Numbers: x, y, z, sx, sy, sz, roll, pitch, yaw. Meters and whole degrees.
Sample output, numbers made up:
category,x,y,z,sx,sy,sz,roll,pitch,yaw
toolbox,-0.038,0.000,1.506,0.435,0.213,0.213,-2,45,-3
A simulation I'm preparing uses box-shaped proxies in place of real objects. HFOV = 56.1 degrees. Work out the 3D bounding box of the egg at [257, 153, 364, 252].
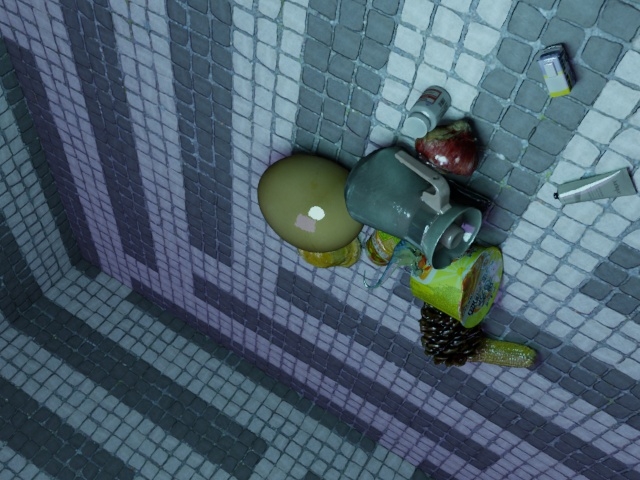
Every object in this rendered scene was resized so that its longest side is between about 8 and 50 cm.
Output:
category,x,y,z,sx,sy,sz,roll,pitch,yaw
egg,-0.030,-0.120,1.929,0.374,0.301,0.301,28,146,26

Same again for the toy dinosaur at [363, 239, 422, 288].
category,x,y,z,sx,sy,sz,roll,pitch,yaw
toy dinosaur,0.273,0.027,1.817,0.076,0.363,0.147,22,-163,-43

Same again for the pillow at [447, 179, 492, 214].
category,x,y,z,sx,sy,sz,roll,pitch,yaw
pillow,0.415,-0.082,1.784,0.141,0.055,0.208,28,146,12

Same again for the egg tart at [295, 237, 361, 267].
category,x,y,z,sx,sy,sz,roll,pitch,yaw
egg tart,0.000,0.000,2.204,0.319,0.128,0.319,23,142,20

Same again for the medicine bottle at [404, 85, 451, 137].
category,x,y,z,sx,sy,sz,roll,pitch,yaw
medicine bottle,0.273,-0.328,1.543,0.079,0.140,0.079,25,145,19

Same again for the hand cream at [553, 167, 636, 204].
category,x,y,z,sx,sy,sz,roll,pitch,yaw
hand cream,0.677,-0.128,1.500,0.186,0.054,0.087,-11,128,41

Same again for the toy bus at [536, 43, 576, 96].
category,x,y,z,sx,sy,sz,roll,pitch,yaw
toy bus,0.522,-0.375,1.332,0.052,0.058,0.102,-4,129,44

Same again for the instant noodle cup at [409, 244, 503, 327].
category,x,y,z,sx,sy,sz,roll,pitch,yaw
instant noodle cup,0.418,0.115,1.868,0.200,0.264,0.264,21,144,39

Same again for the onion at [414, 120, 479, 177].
category,x,y,z,sx,sy,sz,roll,pitch,yaw
onion,0.344,-0.246,1.581,0.184,0.184,0.147,34,110,5

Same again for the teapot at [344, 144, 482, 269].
category,x,y,z,sx,sy,sz,roll,pitch,yaw
teapot,0.252,-0.110,1.660,0.344,0.253,0.300,39,156,32

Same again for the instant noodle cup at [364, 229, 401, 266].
category,x,y,z,sx,sy,sz,roll,pitch,yaw
instant noodle cup,0.229,0.007,1.987,0.168,0.168,0.185,38,154,-1

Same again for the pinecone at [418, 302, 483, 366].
category,x,y,z,sx,sy,sz,roll,pitch,yaw
pinecone,0.447,0.307,2.088,0.224,0.224,0.272,-1,114,43

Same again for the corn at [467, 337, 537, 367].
category,x,y,z,sx,sy,sz,roll,pitch,yaw
corn,0.622,0.397,2.132,0.292,0.101,0.101,0,131,41
